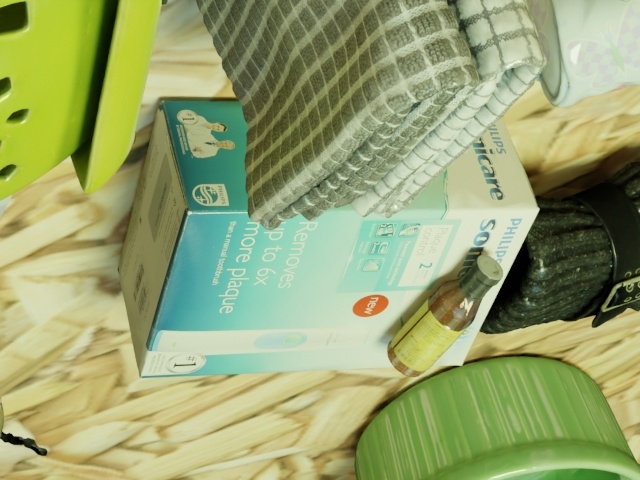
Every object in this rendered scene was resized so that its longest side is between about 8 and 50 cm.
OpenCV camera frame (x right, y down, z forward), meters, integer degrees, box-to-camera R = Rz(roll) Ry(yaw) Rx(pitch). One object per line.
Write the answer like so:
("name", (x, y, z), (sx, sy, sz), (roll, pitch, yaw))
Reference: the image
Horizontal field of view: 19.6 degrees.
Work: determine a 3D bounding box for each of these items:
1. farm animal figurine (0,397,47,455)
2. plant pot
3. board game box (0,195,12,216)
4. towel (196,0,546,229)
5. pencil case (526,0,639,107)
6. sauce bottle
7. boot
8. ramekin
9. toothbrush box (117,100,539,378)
("farm animal figurine", (-0.399, 0.048, 1.417), (0.327, 0.172, 0.330), (-4, 131, 15))
("plant pot", (-0.225, -0.156, 1.182), (0.207, 0.228, 0.227), (-6, 141, -22))
("board game box", (-0.292, -0.038, 1.464), (0.090, 0.020, 0.090), (10, 135, -29))
("towel", (0.009, -0.152, 1.203), (0.121, 0.235, 0.284), (-17, 168, -26))
("pencil case", (0.290, -0.181, 1.414), (0.273, 0.113, 0.124), (-14, 146, -3))
("sauce bottle", (0.103, 0.061, 1.507), (0.042, 0.042, 0.128), (13, 136, -32))
("boot", (0.280, -0.035, 1.577), (0.260, 0.131, 0.348), (1, 140, -21))
("ramekin", (0.179, 0.251, 1.889), (0.303, 0.148, 0.303), (-10, 142, -8))
("toothbrush box", (0.000, 0.000, 1.531), (0.295, 0.126, 0.216), (-1, 140, -20))
